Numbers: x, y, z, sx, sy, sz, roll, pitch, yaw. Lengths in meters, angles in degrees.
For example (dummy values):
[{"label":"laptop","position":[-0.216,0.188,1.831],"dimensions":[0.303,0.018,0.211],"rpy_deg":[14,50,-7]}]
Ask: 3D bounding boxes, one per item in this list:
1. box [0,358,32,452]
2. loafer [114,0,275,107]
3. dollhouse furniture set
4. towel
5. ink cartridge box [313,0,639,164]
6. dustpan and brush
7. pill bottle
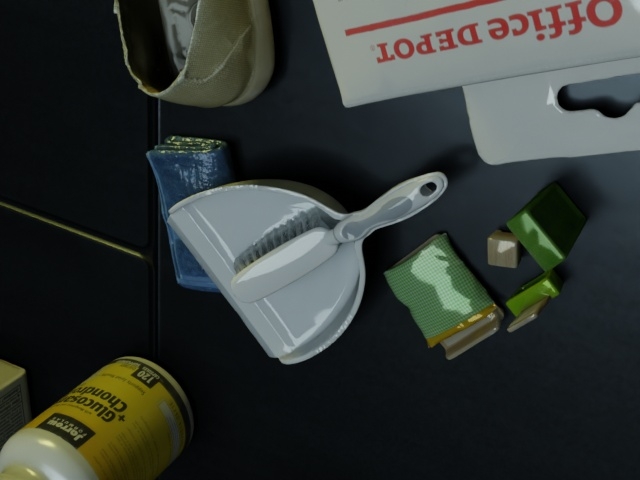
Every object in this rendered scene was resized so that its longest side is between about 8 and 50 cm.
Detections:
[{"label":"box","position":[-0.370,0.236,0.960],"dimensions":[0.127,0.148,0.232],"rpy_deg":[16,120,25]},{"label":"loafer","position":[-0.095,-0.206,0.610],"dimensions":[0.102,0.092,0.268],"rpy_deg":[-2,111,32]},{"label":"dollhouse furniture set","position":[0.099,0.027,0.628],"dimensions":[0.076,0.058,0.152],"rpy_deg":[52,128,0]},{"label":"towel","position":[-0.089,-0.018,0.739],"dimensions":[0.067,0.029,0.119],"rpy_deg":[5,115,28]},{"label":"ink cartridge box","position":[0.090,-0.190,0.475],"dimensions":[0.207,0.119,0.353],"rpy_deg":[-4,111,42]},{"label":"dustpan and brush","position":[0.000,0.000,0.669],"dimensions":[0.211,0.060,0.147],"rpy_deg":[-31,103,24]},{"label":"pill bottle","position":[-0.194,0.180,0.801],"dimensions":[0.103,0.184,0.103],"rpy_deg":[13,119,25]}]
